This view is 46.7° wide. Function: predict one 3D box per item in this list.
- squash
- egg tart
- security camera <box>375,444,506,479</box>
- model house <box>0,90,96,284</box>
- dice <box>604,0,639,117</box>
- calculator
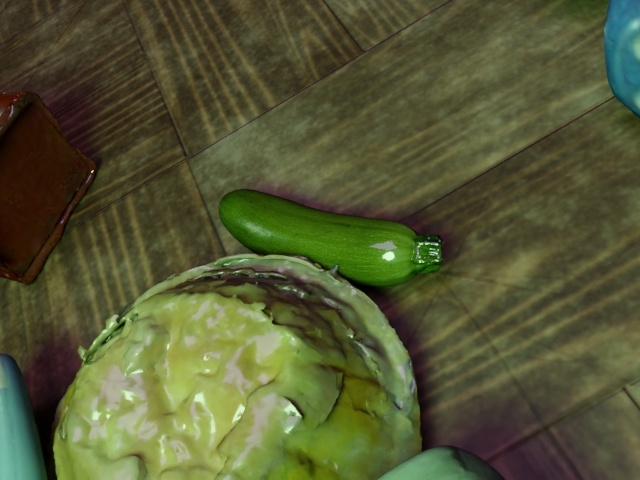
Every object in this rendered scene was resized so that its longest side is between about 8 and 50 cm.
[{"bbox_3d":[0.000,0.000,0.715,0.258,0.069,0.069,15,65,33],"label":"squash"},{"bbox_3d":[-0.093,0.148,0.601,0.352,0.150,0.351,-8,59,14],"label":"egg tart"},{"bbox_3d":[0.009,0.257,0.483,0.302,0.157,0.080,-37,33,-1],"label":"security camera"},{"bbox_3d":[-0.442,-0.068,0.914,0.254,0.160,0.196,6,60,31],"label":"model house"},{"bbox_3d":[0.332,-0.187,0.636,0.147,0.146,0.143,14,63,33],"label":"dice"},{"bbox_3d":[-0.265,0.222,0.628,0.302,0.042,0.188,49,131,47],"label":"calculator"}]
